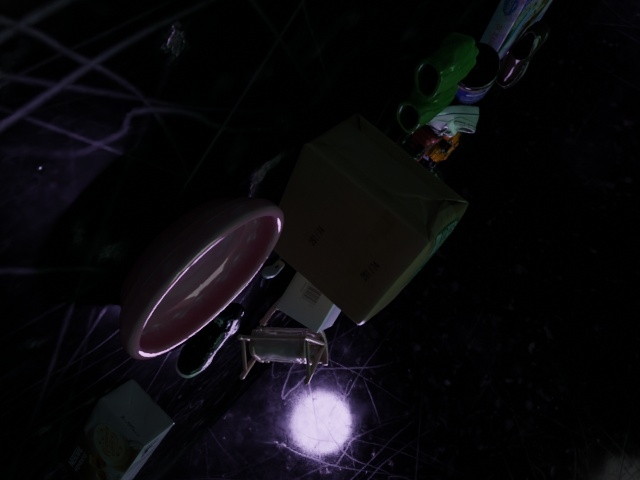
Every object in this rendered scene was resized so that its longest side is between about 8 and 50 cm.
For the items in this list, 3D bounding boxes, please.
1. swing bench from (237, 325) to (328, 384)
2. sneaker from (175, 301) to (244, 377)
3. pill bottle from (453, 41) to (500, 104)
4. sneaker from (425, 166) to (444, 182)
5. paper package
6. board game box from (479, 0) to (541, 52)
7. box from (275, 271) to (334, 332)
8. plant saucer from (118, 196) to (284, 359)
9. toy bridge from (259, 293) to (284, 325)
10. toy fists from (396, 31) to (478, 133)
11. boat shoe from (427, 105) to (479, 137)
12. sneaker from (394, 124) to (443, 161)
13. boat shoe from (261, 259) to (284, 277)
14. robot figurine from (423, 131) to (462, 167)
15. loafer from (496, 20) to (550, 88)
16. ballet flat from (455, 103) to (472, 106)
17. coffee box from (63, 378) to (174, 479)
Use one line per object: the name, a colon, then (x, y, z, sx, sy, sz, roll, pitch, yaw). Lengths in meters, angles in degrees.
swing bench: (-0.127, 0.389, 1.783, 0.255, 0.253, 0.165, -7, 95, -74)
sneaker: (-0.273, 0.229, 1.230, 0.217, 0.079, 0.121, -50, 170, -42)
pill bottle: (0.406, -0.440, 1.358, 0.123, 0.123, 0.219, -49, 174, 6)
sneaker: (0.421, -0.205, 2.379, 0.410, 0.158, 0.182, -47, -160, -17)
paper package: (0.076, -0.032, 1.022, 0.168, 0.309, 0.325, -39, 165, -40)
board game box: (0.585, -0.671, 1.415, 0.319, 0.066, 0.318, -45, 169, -17)
box: (0.000, 0.186, 1.793, 0.215, 0.168, 0.345, -59, 169, 0)
plant saucer: (-0.201, 0.048, 0.825, 0.332, 0.084, 0.332, -47, 170, -11)
toy bridge: (-0.159, 0.242, 1.834, 0.188, 0.026, 0.063, -48, 169, 0)
toy fists: (0.273, -0.373, 1.181, 0.142, 0.096, 0.279, -34, 167, -17)
boat shoe: (0.367, -0.343, 1.450, 0.268, 0.096, 0.088, -13, 105, -43)
sneaker: (0.282, -0.289, 1.507, 0.276, 0.097, 0.135, -45, 178, -41)
boat shoe: (-0.133, 0.086, 1.361, 0.035, 0.035, 0.100, -57, 173, 28)
robot figurine: (0.479, -0.385, 1.967, 0.211, 0.085, 0.291, -51, 168, 15)
loafer: (0.590, -0.554, 1.503, 0.078, 0.080, 0.220, -29, 156, -35)
ballet flat: (0.534, -0.490, 1.885, 0.070, 0.070, 0.188, -53, 165, 23)
coffee box: (-0.450, 0.446, 1.108, 0.246, 0.141, 0.098, -52, 169, 27)
